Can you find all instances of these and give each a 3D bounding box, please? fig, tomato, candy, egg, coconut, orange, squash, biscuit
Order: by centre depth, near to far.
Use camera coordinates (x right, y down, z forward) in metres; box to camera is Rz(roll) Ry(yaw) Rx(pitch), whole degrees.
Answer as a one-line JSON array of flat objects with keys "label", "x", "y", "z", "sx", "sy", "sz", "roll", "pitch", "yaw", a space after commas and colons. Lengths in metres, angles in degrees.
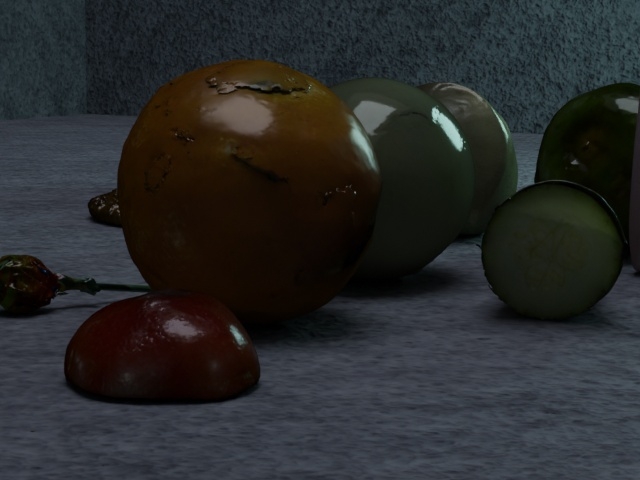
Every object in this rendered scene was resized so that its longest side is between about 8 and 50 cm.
[{"label": "tomato", "x": -0.121, "y": 0.074, "z": 1.156, "sx": 0.156, "sy": 0.069, "sz": 0.155, "roll": -1, "pitch": 8, "yaw": 0}, {"label": "orange", "x": -0.063, "y": -0.044, "z": 1.377, "sx": 0.246, "sy": 0.246, "sz": 0.246, "roll": 0, "pitch": 8, "yaw": 0}, {"label": "candy", "x": -0.227, "y": 0.044, "z": 1.471, "sx": 0.201, "sy": 0.060, "sz": 0.060, "roll": 4, "pitch": 4, "yaw": -37}, {"label": "squash", "x": 0.222, "y": 0.018, "z": 1.502, "sx": 0.137, "sy": 0.137, "sz": 0.287, "roll": 1, "pitch": -3, "yaw": 5}, {"label": "egg", "x": 0.057, "y": -0.066, "z": 1.619, "sx": 0.219, "sy": 0.219, "sz": 0.269, "roll": 1, "pitch": 15, "yaw": 6}, {"label": "fig", "x": 0.385, "y": -0.070, "z": 1.859, "sx": 0.206, "sy": 0.206, "sz": 0.275, "roll": 7, "pitch": -11, "yaw": 38}, {"label": "coconut", "x": 0.152, "y": -0.102, "z": 1.975, "sx": 0.224, "sy": 0.224, "sz": 0.224, "roll": 0, "pitch": 8, "yaw": 0}, {"label": "biscuit", "x": -0.177, "y": -0.052, "z": 2.142, "sx": 0.305, "sy": 0.038, "sz": 0.305, "roll": 0, "pitch": 8, "yaw": 0}]

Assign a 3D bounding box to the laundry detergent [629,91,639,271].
[{"label": "laundry detergent", "x": 0.409, "y": -0.131, "z": 1.671, "sx": 0.159, "sy": 0.335, "sz": 0.088, "roll": -5, "pitch": 10, "yaw": -33}]
